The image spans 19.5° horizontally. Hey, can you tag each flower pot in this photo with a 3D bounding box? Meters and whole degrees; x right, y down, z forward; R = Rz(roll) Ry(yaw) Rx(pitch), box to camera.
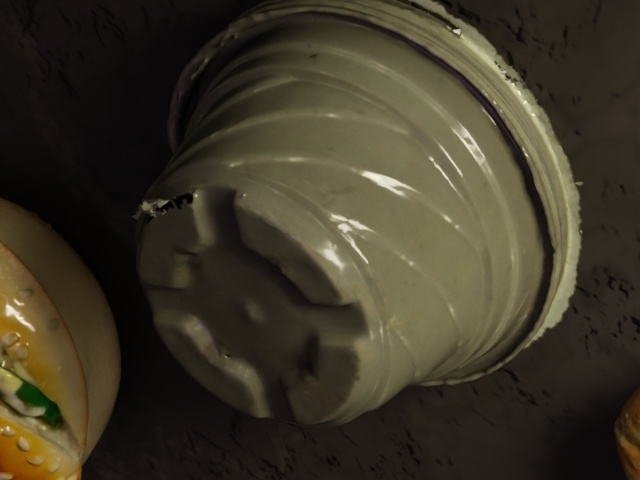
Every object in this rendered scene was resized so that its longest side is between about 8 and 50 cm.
[{"bbox_3d":[0.000,0.000,0.919,0.235,0.140,0.235,19,129,25],"label":"flower pot"}]

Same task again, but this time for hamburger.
[{"bbox_3d":[-0.225,0.071,1.130,0.237,0.147,0.237,22,134,25],"label":"hamburger"}]

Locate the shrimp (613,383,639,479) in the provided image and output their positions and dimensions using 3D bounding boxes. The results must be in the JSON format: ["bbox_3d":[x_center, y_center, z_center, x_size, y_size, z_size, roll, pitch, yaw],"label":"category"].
[{"bbox_3d":[0.235,0.093,0.882,0.217,0.051,0.115,-24,112,43],"label":"shrimp"}]
